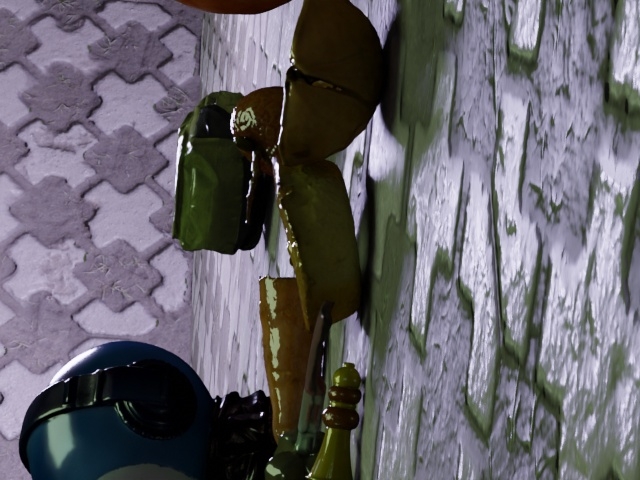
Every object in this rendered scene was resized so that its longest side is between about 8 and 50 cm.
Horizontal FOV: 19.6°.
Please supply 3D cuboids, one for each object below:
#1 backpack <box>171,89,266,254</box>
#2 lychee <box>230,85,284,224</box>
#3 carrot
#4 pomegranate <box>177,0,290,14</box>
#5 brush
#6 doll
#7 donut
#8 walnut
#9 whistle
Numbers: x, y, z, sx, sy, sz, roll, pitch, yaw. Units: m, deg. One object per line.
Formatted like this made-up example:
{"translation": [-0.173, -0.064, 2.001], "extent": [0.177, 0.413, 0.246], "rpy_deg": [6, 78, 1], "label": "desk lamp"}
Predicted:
{"translation": [-0.137, -0.104, 2.643], "extent": [0.253, 0.140, 0.207], "rpy_deg": [-86, 3, -61], "label": "backpack"}
{"translation": [-0.048, -0.112, 2.059], "extent": [0.114, 0.101, 0.140], "rpy_deg": [63, -157, -27], "label": "lychee"}
{"translation": [-0.031, 0.138, 1.921], "extent": [0.072, 0.072, 0.205], "rpy_deg": [175, 97, -83], "label": "carrot"}
{"translation": [-0.115, -0.384, 2.098], "extent": [0.252, 0.271, 0.229], "rpy_deg": [124, 158, -62], "label": "pomegranate"}
{"translation": [-0.014, 0.177, 1.717], "extent": [0.084, 0.071, 0.301], "rpy_deg": [-89, 5, -52], "label": "brush"}
{"translation": [-0.174, 0.234, 2.028], "extent": [0.284, 0.310, 0.240], "rpy_deg": [105, 169, -55], "label": "doll"}
{"translation": [0.000, 0.000, 1.710], "extent": [0.178, 0.066, 0.162], "rpy_deg": [-106, 5, -56], "label": "donut"}
{"translation": [0.014, -0.148, 1.657], "extent": [0.211, 0.087, 0.167], "rpy_deg": [-84, 0, -77], "label": "walnut"}
{"translation": [0.023, 0.165, 1.651], "extent": [0.046, 0.057, 0.109], "rpy_deg": [4, 78, 39], "label": "whistle"}
